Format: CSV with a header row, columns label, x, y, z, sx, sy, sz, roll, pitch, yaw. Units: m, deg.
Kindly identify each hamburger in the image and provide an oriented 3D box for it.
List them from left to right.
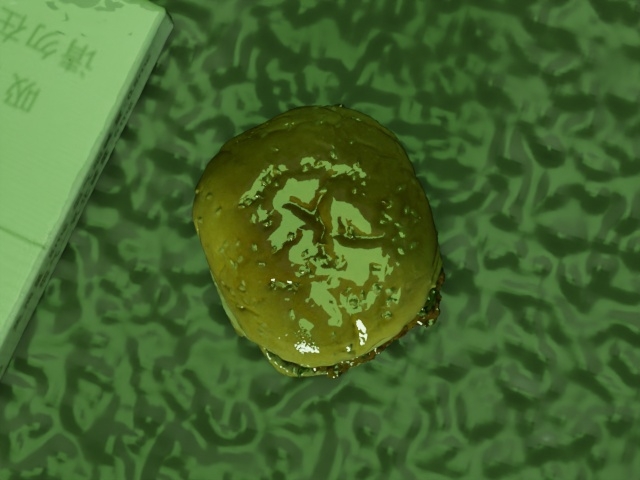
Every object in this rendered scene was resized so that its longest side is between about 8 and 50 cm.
label,x,y,z,sx,sy,sz,roll,pitch,yaw
hamburger,0.000,0.000,0.625,0.076,0.044,0.083,-31,82,-3

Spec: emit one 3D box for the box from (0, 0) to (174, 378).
label,x,y,z,sx,sy,sz,roll,pitch,yaw
box,-0.160,0.007,0.632,0.139,0.035,0.245,27,85,4
